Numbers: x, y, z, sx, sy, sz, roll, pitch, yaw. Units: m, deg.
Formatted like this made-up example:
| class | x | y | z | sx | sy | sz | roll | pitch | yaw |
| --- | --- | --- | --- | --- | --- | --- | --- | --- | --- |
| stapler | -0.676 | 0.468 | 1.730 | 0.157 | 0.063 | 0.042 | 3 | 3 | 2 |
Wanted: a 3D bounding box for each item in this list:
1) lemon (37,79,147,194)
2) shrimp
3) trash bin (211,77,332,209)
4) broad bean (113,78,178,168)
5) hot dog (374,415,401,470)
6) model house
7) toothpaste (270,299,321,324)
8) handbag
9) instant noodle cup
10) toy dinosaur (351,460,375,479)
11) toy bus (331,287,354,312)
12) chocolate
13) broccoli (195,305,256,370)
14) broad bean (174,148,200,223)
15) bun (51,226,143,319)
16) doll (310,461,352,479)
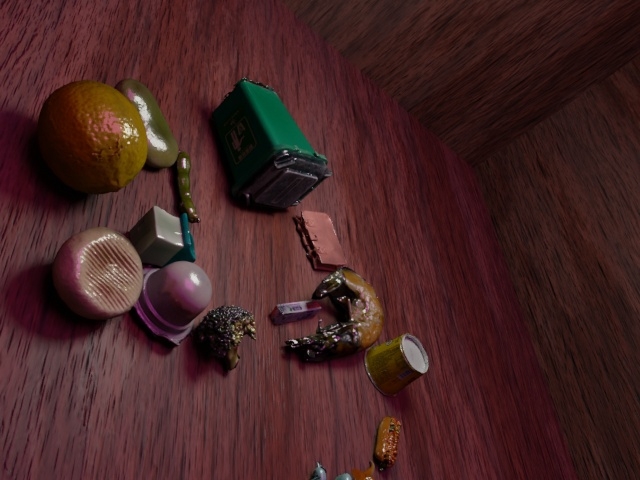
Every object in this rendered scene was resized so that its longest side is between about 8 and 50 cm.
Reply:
| class | x | y | z | sx | sy | sz | roll | pitch | yaw |
| --- | --- | --- | --- | --- | --- | --- | --- | --- | --- |
| lemon | -0.534 | -0.242 | 1.533 | 0.267 | 0.267 | 0.267 | 36 | 35 | -30 |
| shrimp | 0.045 | 0.229 | 1.967 | 0.445 | 0.085 | 0.272 | -17 | 90 | -47 |
| trash bin | -0.167 | -0.310 | 2.122 | 0.295 | 0.259 | 0.381 | 7 | 51 | -52 |
| broad bean | -0.496 | -0.319 | 1.818 | 0.263 | 0.121 | 0.189 | 65 | 23 | -12 |
| hot dog | 0.200 | 0.591 | 1.914 | 0.072 | 0.055 | 0.188 | 46 | 30 | -17 |
| model house | -0.380 | 0.000 | 1.621 | 0.149 | 0.127 | 0.100 | 20 | 44 | -41 |
| toothpaste | -0.072 | 0.211 | 1.931 | 0.040 | 0.047 | 0.196 | 51 | 27 | 23 |
| handbag | 0.000 | 0.000 | 2.231 | 0.157 | 0.059 | 0.212 | 10 | 52 | -51 |
| instant noodle cup | 0.253 | 0.394 | 2.103 | 0.182 | 0.144 | 0.182 | 36 | 34 | -30 |
| toy dinosaur | 0.117 | 0.645 | 1.726 | 0.142 | 0.057 | 0.212 | 38 | 3 | -27 |
| toy bus | 0.107 | 0.210 | 2.153 | 0.190 | 0.075 | 0.064 | 51 | 31 | -8 |
| chocolate | -0.335 | 0.129 | 1.536 | 0.221 | 0.147 | 0.221 | 35 | 40 | -35 |
| broccoli | -0.230 | 0.239 | 1.612 | 0.155 | 0.167 | 0.160 | -22 | 107 | -28 |
| broad bean | -0.384 | -0.153 | 1.850 | 0.052 | 0.053 | 0.256 | 80 | -5 | -60 |
| bun | -0.489 | 0.074 | 1.406 | 0.222 | 0.128 | 0.222 | -9 | 90 | -66 |
| doll | 0.030 | 0.633 | 1.624 | 0.159 | 0.059 | 0.158 | 51 | 30 | -3 |
